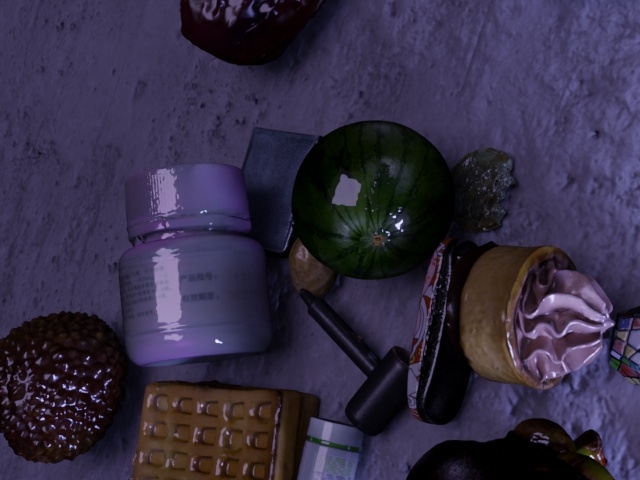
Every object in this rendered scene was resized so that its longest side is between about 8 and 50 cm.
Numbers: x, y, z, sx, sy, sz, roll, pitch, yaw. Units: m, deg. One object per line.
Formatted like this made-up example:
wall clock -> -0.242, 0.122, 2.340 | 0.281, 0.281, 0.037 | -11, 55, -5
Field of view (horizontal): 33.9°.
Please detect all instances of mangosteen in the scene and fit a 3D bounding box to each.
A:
mangosteen -> 0.244, 0.347, 1.294 | 0.287, 0.287, 0.233 | -25, 72, 30

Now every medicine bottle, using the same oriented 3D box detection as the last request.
medicine bottle -> -0.207, 0.043, 1.700 | 0.241, 0.241, 0.302 | -12, 79, 35
medicine bottle -> 0.006, 0.362, 1.565 | 0.086, 0.086, 0.183 | 8, 81, 39

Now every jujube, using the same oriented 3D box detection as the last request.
jujube -> -0.093, -0.486, 1.811 | 0.258, 0.258, 0.376 | 35, 105, 39

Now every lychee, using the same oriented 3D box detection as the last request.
lychee -> -0.461, 0.251, 1.860 | 0.267, 0.267, 0.267 | -12, 69, 35

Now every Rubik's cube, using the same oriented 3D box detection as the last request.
Rubik's cube -> 0.413, 0.130, 1.315 | 0.111, 0.093, 0.111 | -13, 69, 36

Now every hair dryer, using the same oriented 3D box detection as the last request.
hair dryer -> 0.040, 0.171, 1.595 | 0.255, 0.070, 0.128 | 44, 105, 32

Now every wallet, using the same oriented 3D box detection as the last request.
wallet -> -0.084, -0.083, 1.803 | 0.167, 0.036, 0.222 | 11, 82, 40

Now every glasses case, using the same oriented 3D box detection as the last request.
glasses case -> 0.180, 0.128, 1.490 | 0.067, 0.103, 0.266 | 5, 79, 41

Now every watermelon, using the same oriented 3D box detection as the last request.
watermelon -> 0.076, -0.060, 1.536 | 0.242, 0.242, 0.242 | -12, 69, 35

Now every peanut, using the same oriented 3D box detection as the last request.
peanut -> -0.001, 0.000, 1.678 | 0.089, 0.089, 0.193 | 11, 84, 39

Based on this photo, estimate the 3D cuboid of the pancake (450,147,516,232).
pancake -> 0.235, -0.077, 1.560 | 0.116, 0.022, 0.129 | 19, 89, 42

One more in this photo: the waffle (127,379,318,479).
waffle -> -0.163, 0.338, 1.700 | 0.328, 0.098, 0.224 | -3, 73, 39

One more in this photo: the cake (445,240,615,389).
cake -> 0.285, 0.094, 1.349 | 0.178, 0.207, 0.185 | -7, 40, 49
